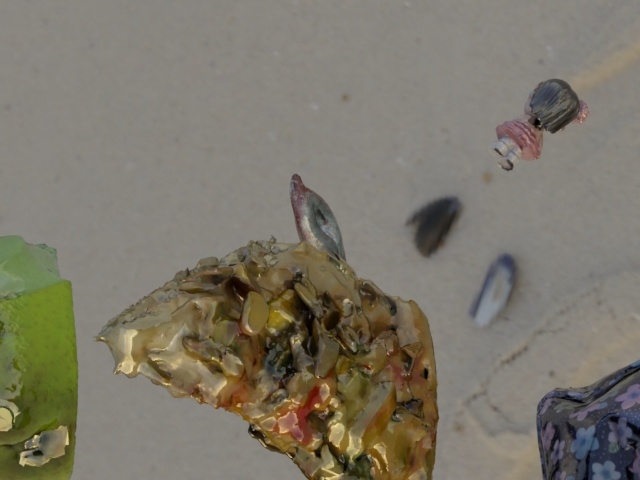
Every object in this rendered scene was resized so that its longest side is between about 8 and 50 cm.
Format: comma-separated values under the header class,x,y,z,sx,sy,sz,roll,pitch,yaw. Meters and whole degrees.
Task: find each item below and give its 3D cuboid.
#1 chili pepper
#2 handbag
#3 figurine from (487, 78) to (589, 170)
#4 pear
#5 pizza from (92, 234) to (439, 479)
class,x,y,z,sx,sy,sz,roll,pitch,yaw
chili pepper,0.001,0.000,1.465,0.041,0.153,0.050,-9,34,8
handbag,0.243,0.143,0.902,0.207,0.127,0.229,-31,34,27
figurine,0.257,-0.134,1.696,0.129,0.072,0.054,-46,4,-17
pear,-0.347,0.148,1.499,0.282,0.176,0.287,-139,50,-66
pizza,-0.009,0.061,0.827,0.069,0.226,0.147,-25,35,46
